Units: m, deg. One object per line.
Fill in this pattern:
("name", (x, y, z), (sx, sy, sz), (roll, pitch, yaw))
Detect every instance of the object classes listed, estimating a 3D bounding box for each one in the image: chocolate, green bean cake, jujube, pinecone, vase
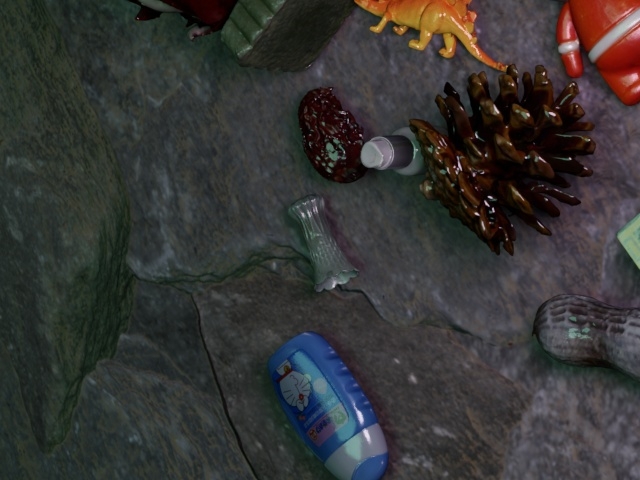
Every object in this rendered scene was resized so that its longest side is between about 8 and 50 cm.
("chocolate", (0.403, 0.135, 1.764), (0.248, 0.110, 0.110), (7, 100, 42))
("green bean cake", (-0.048, -0.352, 2.003), (0.094, 0.183, 0.185), (49, 122, 24))
("jujube", (0.014, -0.161, 2.040), (0.104, 0.104, 0.166), (-49, 54, 30))
("pinecone", (0.256, -0.124, 1.765), (0.264, 0.264, 0.264), (5, 98, 37))
("vase", (0.000, 0.000, 2.078), (0.081, 0.081, 0.149), (-32, 72, 35))

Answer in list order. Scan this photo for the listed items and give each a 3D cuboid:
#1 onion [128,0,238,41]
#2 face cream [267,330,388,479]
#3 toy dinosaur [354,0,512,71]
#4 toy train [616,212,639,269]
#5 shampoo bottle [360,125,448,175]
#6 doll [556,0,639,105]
("onion", (-0.225, -0.487, 2.060), (0.341, 0.341, 0.341), (5, 98, 37))
("face cream", (0.017, 0.281, 2.090), (0.149, 0.083, 0.264), (-48, 68, 34))
("toy dinosaur", (0.172, -0.337, 1.912), (0.288, 0.070, 0.117), (25, 110, 28))
("toy train", (0.572, -0.032, 1.597), (0.369, 0.150, 0.237), (-45, 62, 30))
("shampoo bottle", (0.123, -0.130, 1.891), (0.074, 0.192, 0.074), (6, 99, 38))
("doll", (0.363, -0.346, 1.747), (0.200, 0.105, 0.336), (-42, 78, 34))
